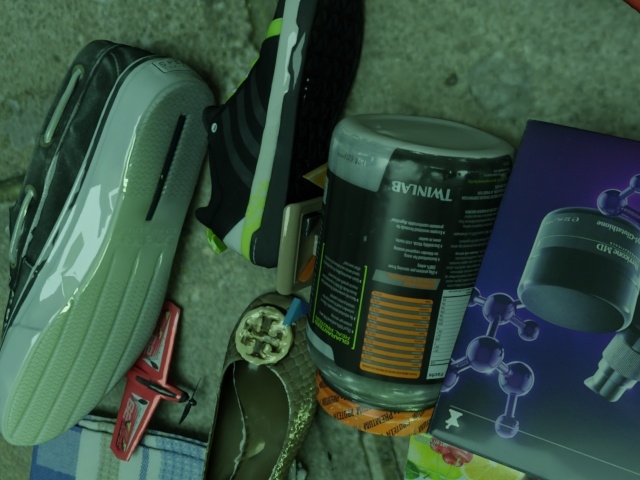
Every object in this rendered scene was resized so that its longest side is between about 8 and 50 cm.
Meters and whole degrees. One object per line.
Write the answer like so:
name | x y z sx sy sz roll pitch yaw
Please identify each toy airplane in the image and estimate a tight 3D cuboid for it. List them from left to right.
toy airplane | -0.172 0.115 0.709 0.151 0.028 0.151 0 90 19

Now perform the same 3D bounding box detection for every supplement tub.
supplement tub | 0.053 0.021 0.517 0.117 0.117 0.190 17 112 23

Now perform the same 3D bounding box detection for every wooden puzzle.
wooden puzzle | 0.000 0.000 0.564 0.014 0.078 0.116 23 122 36

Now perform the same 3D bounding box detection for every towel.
towel | -0.151 0.269 0.708 0.285 0.034 0.209 5 86 26

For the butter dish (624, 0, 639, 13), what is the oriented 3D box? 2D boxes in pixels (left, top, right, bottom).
butter dish | 0.196 -0.165 0.389 0.160 0.160 0.118 -35 110 30

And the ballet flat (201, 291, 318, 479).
ballet flat | -0.060 0.162 0.620 0.084 0.058 0.250 16 94 28

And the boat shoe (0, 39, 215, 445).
boat shoe | -0.191 0.002 0.646 0.119 0.121 0.335 32 101 30

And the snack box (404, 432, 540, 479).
snack box | 0.130 0.191 0.570 0.141 0.037 0.100 13 111 24

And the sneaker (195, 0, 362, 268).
sneaker | -0.044 -0.088 0.555 0.097 0.084 0.234 23 114 22

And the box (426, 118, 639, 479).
box | 0.212 0.061 0.414 0.261 0.103 0.184 16 85 23
